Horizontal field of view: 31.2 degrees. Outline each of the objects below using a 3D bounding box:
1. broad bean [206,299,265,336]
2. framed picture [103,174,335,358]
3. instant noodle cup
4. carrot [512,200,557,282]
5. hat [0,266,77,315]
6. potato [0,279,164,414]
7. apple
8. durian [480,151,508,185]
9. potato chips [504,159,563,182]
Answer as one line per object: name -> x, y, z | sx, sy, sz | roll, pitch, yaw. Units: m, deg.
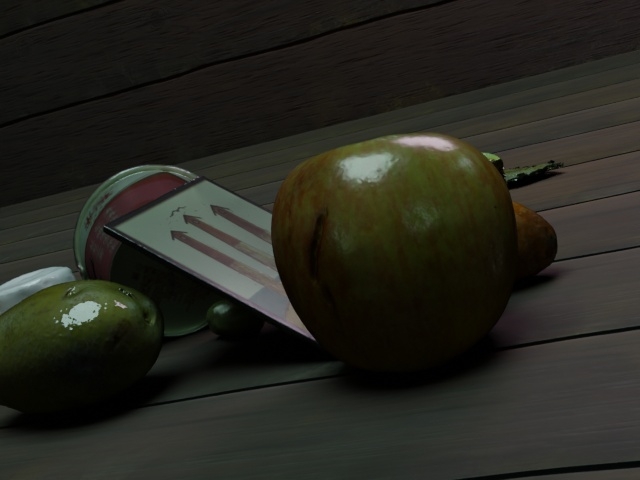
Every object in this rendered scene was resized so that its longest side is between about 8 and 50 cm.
broad bean -> -0.108, 0.102, 1.493 | 0.083, 0.045, 0.063 | 2, 21, 35
framed picture -> -0.071, 0.022, 1.410 | 0.324, 0.013, 0.244 | 28, 26, 13
instant noodle cup -> -0.221, 0.024, 1.615 | 0.235, 0.234, 0.178 | -19, 22, -13
carrot -> 0.169, -0.006, 1.371 | 0.225, 0.159, 0.159 | 4, 19, 22
hat -> -0.401, 0.112, 1.647 | 0.203, 0.126, 0.203 | -19, 12, 4
potato -> -0.309, 0.129, 1.371 | 0.251, 0.159, 0.174 | -21, -15, 20
apple -> 0.082, 0.016, 1.196 | 0.264, 0.264, 0.264 | -16, 11, 3
durian -> 0.175, -0.078, 1.768 | 0.221, 0.137, 0.095 | 10, 44, 29
potato chips -> 0.287, -0.092, 1.911 | 0.202, 0.029, 0.220 | -6, 12, 43
